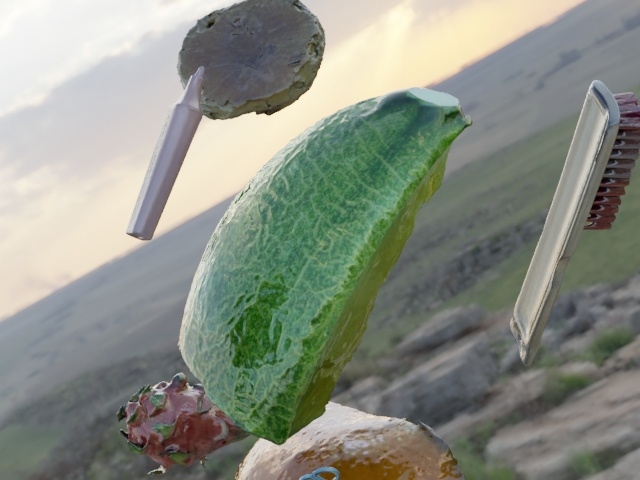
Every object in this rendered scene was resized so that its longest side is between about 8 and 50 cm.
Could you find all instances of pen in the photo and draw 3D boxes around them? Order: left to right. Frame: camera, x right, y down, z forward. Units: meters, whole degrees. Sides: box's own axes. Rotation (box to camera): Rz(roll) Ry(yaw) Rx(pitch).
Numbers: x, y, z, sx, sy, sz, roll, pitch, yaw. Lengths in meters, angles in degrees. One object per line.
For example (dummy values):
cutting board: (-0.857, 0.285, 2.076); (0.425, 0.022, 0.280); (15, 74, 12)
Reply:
pen: (-0.160, -0.095, 1.266); (0.053, 0.032, 0.197); (-4, 64, 67)

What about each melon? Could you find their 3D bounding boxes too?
melon: (0.000, 0.000, 1.034); (0.124, 0.196, 0.323); (17, -72, -42)

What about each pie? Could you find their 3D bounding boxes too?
pie: (-0.086, -0.226, 1.485); (0.195, 0.195, 0.046); (-29, -33, 3)

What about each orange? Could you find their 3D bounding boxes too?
orange: (0.041, 0.297, 1.208); (0.310, 0.274, 0.274); (1, 17, 23)

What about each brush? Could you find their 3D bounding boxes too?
brush: (0.228, -0.005, 1.073); (0.050, 0.060, 0.321); (-3, -42, -12)

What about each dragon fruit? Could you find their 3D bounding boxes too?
dragon fruit: (-0.187, 0.279, 1.781); (0.236, 0.135, 0.137); (10, -31, -28)

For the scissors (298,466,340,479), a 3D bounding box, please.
scissors: (0.018, 0.202, 0.948); (0.036, 0.083, 0.006); (-33, 40, 24)
